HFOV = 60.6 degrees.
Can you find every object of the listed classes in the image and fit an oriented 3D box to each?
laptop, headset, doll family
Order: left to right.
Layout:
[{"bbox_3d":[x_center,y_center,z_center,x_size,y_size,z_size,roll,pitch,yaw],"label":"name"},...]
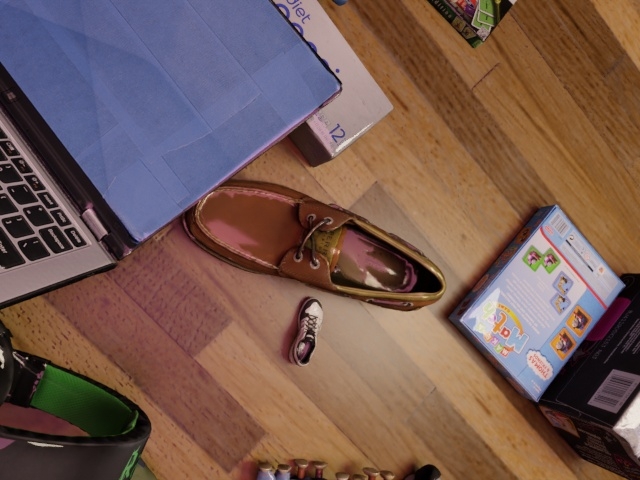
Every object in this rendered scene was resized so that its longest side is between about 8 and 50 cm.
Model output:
[{"bbox_3d":[-0.325,0.088,0.441,0.395,0.243,0.185,22,82,-16],"label":"headset"},{"bbox_3d":[-0.258,-0.173,0.416,0.236,0.408,0.382,-43,83,29],"label":"laptop"},{"bbox_3d":[-0.002,0.316,0.617,0.193,0.076,0.111,6,84,8],"label":"doll family"}]

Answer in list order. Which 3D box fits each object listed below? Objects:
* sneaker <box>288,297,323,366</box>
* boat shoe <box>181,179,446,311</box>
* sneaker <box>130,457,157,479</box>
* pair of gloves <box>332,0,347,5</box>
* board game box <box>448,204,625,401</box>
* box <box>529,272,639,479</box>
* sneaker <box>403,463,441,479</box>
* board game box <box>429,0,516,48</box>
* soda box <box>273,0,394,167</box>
[{"bbox_3d":[-0.012,0.109,0.645,0.032,0.037,0.083,15,83,-14],"label":"sneaker"},{"bbox_3d":[0.000,0.000,0.616,0.308,0.104,0.110,16,84,-16],"label":"boat shoe"},{"bbox_3d":[-0.221,0.251,0.513,0.064,0.192,0.086,-33,77,11],"label":"sneaker"},{"bbox_3d":[-0.037,-0.347,0.604,0.023,0.159,0.198,-35,97,25],"label":"pair of gloves"},{"bbox_3d":[0.295,0.082,0.738,0.160,0.039,0.211,46,76,-10],"label":"board game box"},{"bbox_3d":[0.433,0.176,0.712,0.142,0.163,0.247,46,77,-9],"label":"box"},{"bbox_3d":[0.176,0.334,0.672,0.229,0.086,0.132,-12,89,-16],"label":"sneaker"},{"bbox_3d":[0.156,-0.393,0.717,0.260,0.030,0.136,40,76,-12],"label":"board game box"},{"bbox_3d":[-0.049,-0.226,0.616,0.098,0.091,0.286,-41,99,-13],"label":"soda box"}]
